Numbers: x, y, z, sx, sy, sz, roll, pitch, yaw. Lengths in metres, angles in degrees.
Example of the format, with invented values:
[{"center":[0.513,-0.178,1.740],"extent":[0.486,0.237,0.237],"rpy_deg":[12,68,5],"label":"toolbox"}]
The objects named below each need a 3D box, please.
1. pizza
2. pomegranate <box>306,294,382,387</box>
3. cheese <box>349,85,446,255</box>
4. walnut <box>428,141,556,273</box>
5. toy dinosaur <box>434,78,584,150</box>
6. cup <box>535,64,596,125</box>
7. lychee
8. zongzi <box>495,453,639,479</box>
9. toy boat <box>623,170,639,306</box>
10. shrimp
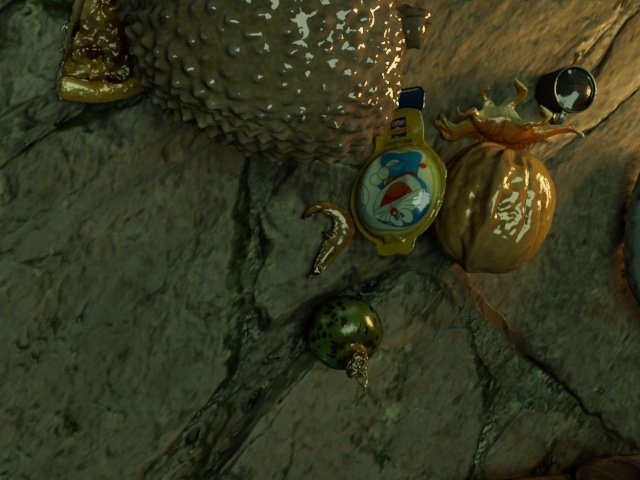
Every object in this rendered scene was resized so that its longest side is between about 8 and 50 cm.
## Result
[{"center":[-0.320,-0.300,1.708],"extent":[0.154,0.069,0.194],"rpy_deg":[-10,96,-16],"label":"pizza"},{"center":[0.043,0.156,1.796],"extent":[0.122,0.161,0.122],"rpy_deg":[-10,133,-11],"label":"pomegranate"},{"center":[0.121,-0.108,1.819],"extent":[0.069,0.176,0.271],"rpy_deg":[23,66,-50],"label":"cheese"},{"center":[0.267,-0.047,1.838],"extent":[0.213,0.213,0.213],"rpy_deg":[-1,92,-17],"label":"walnut"},{"center":[0.305,-0.174,1.883],"extent":[0.212,0.057,0.142],"rpy_deg":[35,114,-9],"label":"toy dinosaur"},{"center":[0.398,-0.235,1.926],"extent":[0.078,0.077,0.100],"rpy_deg":[24,84,-16],"label":"cup"},{"center":[-0.057,-0.289,1.642],"extent":[0.431,0.380,0.381],"rpy_deg":[-4,93,5],"label":"lychee"},{"center":[0.389,0.557,1.914],"extent":[0.432,0.208,0.404],"rpy_deg":[-8,105,1],"label":"zongzi"},{"center":[0.613,-0.007,1.930],"extent":[0.215,0.123,0.330],"rpy_deg":[11,88,14],"label":"toy boat"},{"center":[0.000,0.000,1.839],"extent":[0.091,0.025,0.127],"rpy_deg":[30,79,-15],"label":"shrimp"}]
